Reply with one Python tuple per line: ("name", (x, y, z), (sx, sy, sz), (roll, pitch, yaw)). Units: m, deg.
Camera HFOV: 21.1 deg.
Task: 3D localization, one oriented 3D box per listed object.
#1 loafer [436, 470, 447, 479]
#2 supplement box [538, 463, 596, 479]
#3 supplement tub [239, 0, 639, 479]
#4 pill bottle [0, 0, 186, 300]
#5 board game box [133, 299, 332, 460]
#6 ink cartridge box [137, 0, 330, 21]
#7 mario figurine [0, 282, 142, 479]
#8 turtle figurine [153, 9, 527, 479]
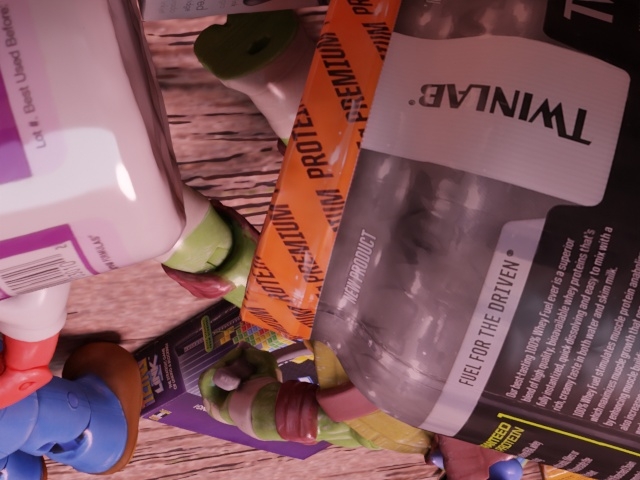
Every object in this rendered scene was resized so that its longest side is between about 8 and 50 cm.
("loafer", (0.121, 0.179, 1.363), (0.039, 0.045, 0.125), (-2, 153, -9))
("supplement box", (0.212, 0.179, 1.367), (0.080, 0.078, 0.233), (-18, 152, 6))
("supplement tub", (0.139, 0.003, 0.675), (0.316, 0.193, 0.193), (16, 147, -2))
("pill bottle", (-0.217, -0.038, 0.674), (0.301, 0.169, 0.169), (-15, 152, 0))
("board game box", (-0.015, 0.084, 1.116), (0.141, 0.048, 0.170), (-32, 147, 27))
("ink cartridge box", (0.014, -0.149, 0.693), (0.180, 0.060, 0.104), (-7, 151, -15))
("mario figurine", (-0.216, 0.058, 0.942), (0.198, 0.170, 0.320), (-55, 159, -2))
("turtle figurine", (0.000, 0.000, 0.875), (0.198, 0.275, 0.266), (-22, 128, 29))
